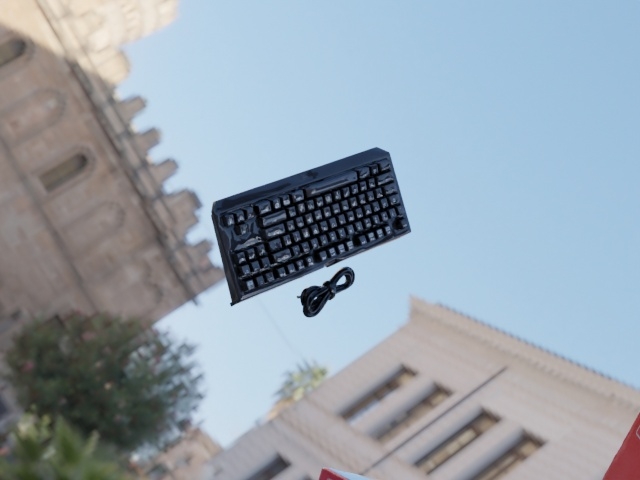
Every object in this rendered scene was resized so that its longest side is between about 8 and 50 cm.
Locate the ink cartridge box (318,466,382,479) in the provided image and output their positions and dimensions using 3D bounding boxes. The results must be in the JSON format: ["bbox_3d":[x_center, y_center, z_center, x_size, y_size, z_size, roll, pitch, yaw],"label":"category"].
[{"bbox_3d":[0.028,0.238,0.821,0.063,0.150,0.109,19,-4,-30],"label":"ink cartridge box"}]

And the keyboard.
[{"bbox_3d":[0.000,0.000,0.964,0.023,0.180,0.108,1,-73,50],"label":"keyboard"}]

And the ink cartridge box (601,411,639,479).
[{"bbox_3d":[0.190,0.273,0.840,0.066,0.261,0.296,19,15,-15],"label":"ink cartridge box"}]
